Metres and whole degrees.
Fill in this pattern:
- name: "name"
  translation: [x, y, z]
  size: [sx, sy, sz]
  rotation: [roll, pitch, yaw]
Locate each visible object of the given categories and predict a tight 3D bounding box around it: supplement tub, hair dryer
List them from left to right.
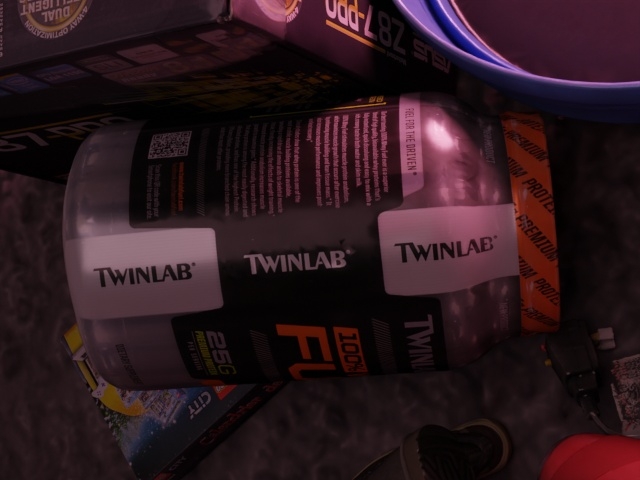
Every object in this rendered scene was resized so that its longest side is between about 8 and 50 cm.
- name: "supplement tub"
  translation: [0.000, 0.000, 0.846]
  size: [0.316, 0.193, 0.193]
  rotation: [-5, 79, 9]
- name: "hair dryer"
  translation: [0.230, 0.111, 0.721]
  size: [0.224, 0.080, 0.293]
  rotation: [-27, 36, 26]

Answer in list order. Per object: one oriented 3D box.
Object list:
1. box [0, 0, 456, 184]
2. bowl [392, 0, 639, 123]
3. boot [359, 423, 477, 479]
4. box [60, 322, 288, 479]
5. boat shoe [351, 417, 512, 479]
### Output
- name: "box"
  translation: [-0.139, -0.129, 0.914]
  size: [0.395, 0.318, 0.097]
  rotation: [-6, 78, 29]
- name: "bowl"
  translation: [0.222, -0.253, 0.811]
  size: [0.391, 0.077, 0.391]
  rotation: [-11, 62, 22]
- name: "boot"
  translation: [0.036, 0.244, 0.841]
  size: [0.208, 0.076, 0.189]
  rotation: [-41, 45, 34]
- name: "box"
  translation: [-0.096, 0.072, 1.014]
  size: [0.233, 0.044, 0.159]
  rotation: [-43, 64, 18]
- name: "boat shoe"
  translation: [0.066, 0.173, 0.898]
  size: [0.152, 0.049, 0.056]
  rotation: [-35, 69, 23]
